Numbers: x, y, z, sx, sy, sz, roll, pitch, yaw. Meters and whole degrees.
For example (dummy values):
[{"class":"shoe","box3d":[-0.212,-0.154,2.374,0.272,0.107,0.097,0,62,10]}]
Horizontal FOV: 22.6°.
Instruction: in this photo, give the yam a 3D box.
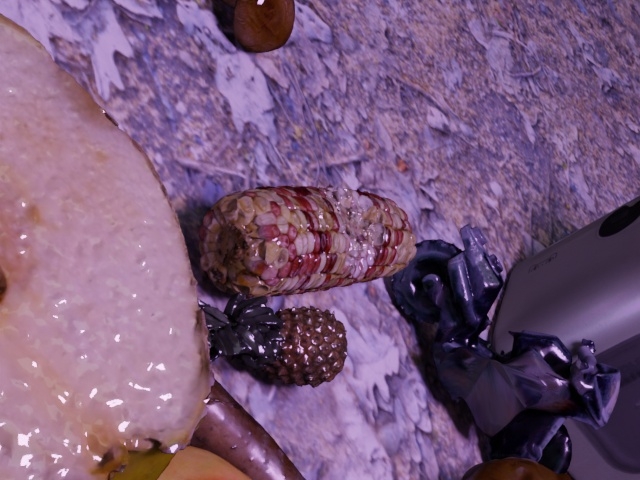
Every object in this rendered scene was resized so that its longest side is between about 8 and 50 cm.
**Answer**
[{"class":"yam","box3d":[-0.090,0.130,1.231,0.241,0.057,0.057,51,32,-15]}]

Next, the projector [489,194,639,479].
[{"class":"projector","box3d":[0.358,0.104,1.706,0.248,0.249,0.248,50,31,-14]}]

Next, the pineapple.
[{"class":"pineapple","box3d":[-0.051,0.082,1.320,0.159,0.074,0.074,14,52,-42]}]

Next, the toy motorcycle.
[{"class":"toy motorcycle","box3d":[0.188,0.105,1.552,0.270,0.159,0.106,62,13,2]}]

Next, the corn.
[{"class":"corn","box3d":[0.000,0.000,1.432,0.290,0.098,0.098,-2,66,-56]}]

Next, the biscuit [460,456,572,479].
[{"class":"biscuit","box3d":[0.200,0.349,1.410,0.332,0.103,0.332,34,40,-34]}]

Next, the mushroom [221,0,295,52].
[{"class":"mushroom","box3d":[-0.071,-0.238,1.561,0.129,0.073,0.088,40,66,-25]}]

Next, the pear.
[{"class":"pear","box3d":[-0.266,0.027,0.936,0.386,0.191,0.340,54,42,4]}]

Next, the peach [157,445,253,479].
[{"class":"peach","box3d":[-0.102,0.217,1.032,0.184,0.184,0.184,35,38,-34]}]
